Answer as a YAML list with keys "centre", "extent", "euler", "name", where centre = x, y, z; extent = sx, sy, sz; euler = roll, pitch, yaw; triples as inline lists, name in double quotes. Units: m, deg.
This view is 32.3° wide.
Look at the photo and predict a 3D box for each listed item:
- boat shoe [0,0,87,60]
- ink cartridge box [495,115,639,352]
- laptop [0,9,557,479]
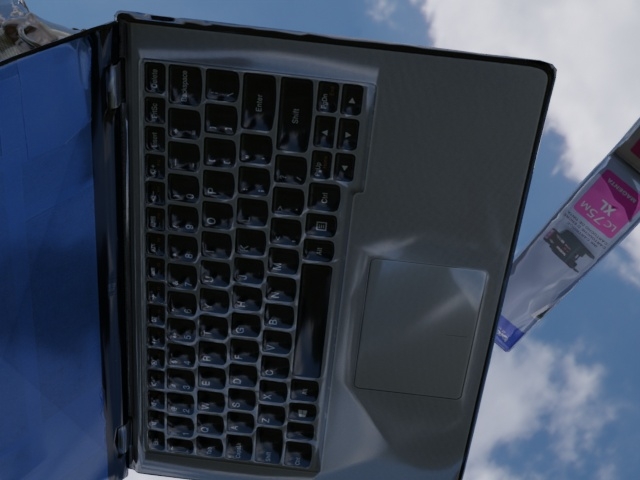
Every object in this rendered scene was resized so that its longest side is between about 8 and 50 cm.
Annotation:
- centre: [-0.240, -0.129, 0.966]
  extent: [0.120, 0.123, 0.324]
  euler: [-21, -141, -4]
  name: "boat shoe"
- centre: [0.236, -0.017, 0.979]
  extent: [0.065, 0.311, 0.186]
  euler: [43, -127, 6]
  name: "ink cartridge box"
- centre: [-0.089, 0.089, 0.666]
  extent: [0.407, 0.382, 0.236]
  euler: [7, -144, 1]
  name: "laptop"
